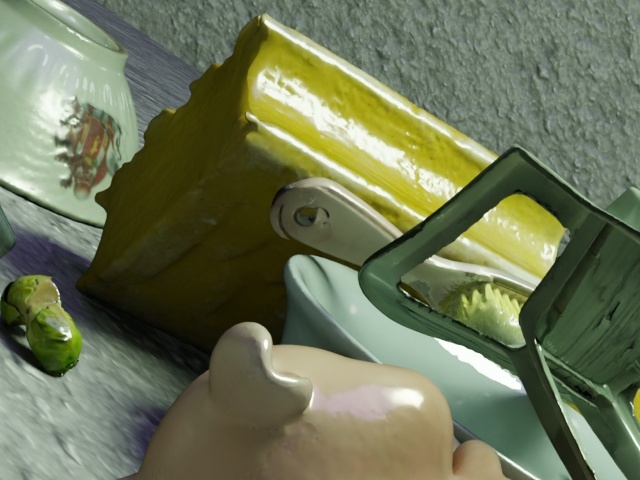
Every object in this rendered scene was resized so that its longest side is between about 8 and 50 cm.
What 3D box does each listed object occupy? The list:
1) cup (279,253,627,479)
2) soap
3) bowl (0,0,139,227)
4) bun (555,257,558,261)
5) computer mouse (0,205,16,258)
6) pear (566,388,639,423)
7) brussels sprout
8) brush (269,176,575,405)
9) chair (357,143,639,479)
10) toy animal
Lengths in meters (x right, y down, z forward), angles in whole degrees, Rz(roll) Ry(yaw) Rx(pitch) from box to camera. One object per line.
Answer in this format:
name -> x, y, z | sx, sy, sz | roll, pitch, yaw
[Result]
cup -> 0.079, 0.172, 1.148 | 0.347, 0.163, 0.347 | 34, 8, -5
soap -> 0.000, 0.000, 1.367 | 0.335, 0.293, 0.156 | 29, 46, -25
bowl -> -0.300, -0.167, 1.667 | 0.337, 0.157, 0.337 | 33, 9, -6
bun -> 0.192, 0.105, 1.969 | 0.283, 0.179, 0.283 | 17, -18, 5
computer mouse -> -0.357, -0.091, 1.169 | 0.371, 0.122, 0.188 | 30, 9, -46
pear -> 0.336, 0.225, 1.740 | 0.209, 0.209, 0.209 | 33, 8, -5
brussels sprout -> -0.196, 0.056, 1.151 | 0.083, 0.046, 0.051 | 41, -30, 39
brush -> 0.099, 0.043, 1.197 | 0.313, 0.072, 0.067 | 30, 23, -22
chair -> 0.170, 0.062, 1.021 | 0.203, 0.190, 0.274 | 34, 13, -43
toy animal -> 0.033, 0.160, 0.882 | 0.256, 0.195, 0.213 | 44, 31, 11
